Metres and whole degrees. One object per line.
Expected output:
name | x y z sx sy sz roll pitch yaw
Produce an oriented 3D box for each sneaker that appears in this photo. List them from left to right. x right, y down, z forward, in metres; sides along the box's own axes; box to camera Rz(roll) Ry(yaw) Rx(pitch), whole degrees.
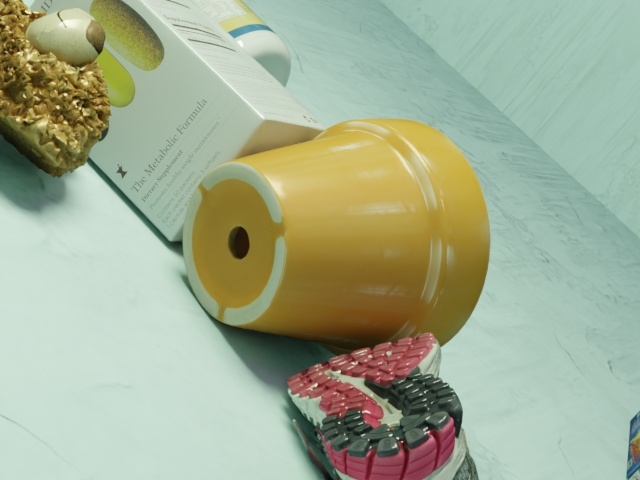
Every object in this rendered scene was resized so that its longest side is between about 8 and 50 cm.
sneaker | 0.046 0.147 1.065 0.299 0.120 0.112 -97 169 -78

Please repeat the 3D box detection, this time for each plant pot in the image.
plant pot | 0.000 0.000 1.201 0.188 0.205 0.205 -1 41 -43

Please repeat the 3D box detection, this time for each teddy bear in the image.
teddy bear | -0.288 -0.196 1.129 0.338 0.113 0.245 38 -11 11

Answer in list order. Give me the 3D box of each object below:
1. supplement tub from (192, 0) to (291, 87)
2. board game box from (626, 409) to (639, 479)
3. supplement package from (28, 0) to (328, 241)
supplement tub | -0.142 -0.200 1.470 0.200 0.144 0.144 45 17 20
board game box | 0.402 0.261 1.637 0.136 0.035 0.201 41 16 4
supplement package | -0.139 -0.127 1.296 0.244 0.139 0.134 44 16 19
